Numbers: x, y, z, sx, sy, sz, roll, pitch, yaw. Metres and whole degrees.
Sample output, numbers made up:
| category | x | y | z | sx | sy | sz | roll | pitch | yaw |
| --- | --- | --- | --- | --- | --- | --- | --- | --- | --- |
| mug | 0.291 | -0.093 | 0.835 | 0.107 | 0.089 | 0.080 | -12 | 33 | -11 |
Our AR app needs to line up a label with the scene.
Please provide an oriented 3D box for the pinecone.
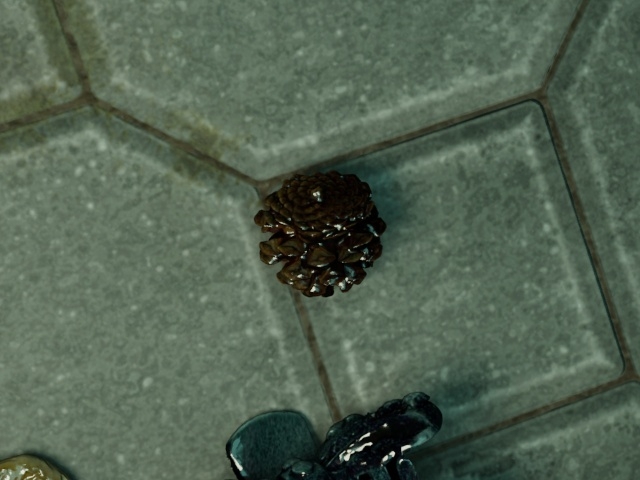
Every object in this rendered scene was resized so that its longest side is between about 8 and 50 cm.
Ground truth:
| category | x | y | z | sx | sy | sz | roll | pitch | yaw |
| --- | --- | --- | --- | --- | --- | --- | --- | --- | --- |
| pinecone | 0.001 | -0.001 | 1.883 | 0.140 | 0.140 | 0.121 | -16 | 136 | -11 |

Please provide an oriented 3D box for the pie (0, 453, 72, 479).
| category | x | y | z | sx | sy | sz | roll | pitch | yaw |
| --- | --- | --- | --- | --- | --- | --- | --- | --- | --- |
| pie | -0.325 | 0.312 | 1.852 | 0.195 | 0.046 | 0.195 | -1 | 93 | -12 |

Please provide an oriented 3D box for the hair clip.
| category | x | y | z | sx | sy | sz | roll | pitch | yaw |
| --- | --- | --- | --- | --- | --- | --- | --- | --- | --- |
| hair clip | -0.003 | 0.278 | 1.840 | 0.310 | 0.206 | 0.194 | -24 | 100 | -15 |
